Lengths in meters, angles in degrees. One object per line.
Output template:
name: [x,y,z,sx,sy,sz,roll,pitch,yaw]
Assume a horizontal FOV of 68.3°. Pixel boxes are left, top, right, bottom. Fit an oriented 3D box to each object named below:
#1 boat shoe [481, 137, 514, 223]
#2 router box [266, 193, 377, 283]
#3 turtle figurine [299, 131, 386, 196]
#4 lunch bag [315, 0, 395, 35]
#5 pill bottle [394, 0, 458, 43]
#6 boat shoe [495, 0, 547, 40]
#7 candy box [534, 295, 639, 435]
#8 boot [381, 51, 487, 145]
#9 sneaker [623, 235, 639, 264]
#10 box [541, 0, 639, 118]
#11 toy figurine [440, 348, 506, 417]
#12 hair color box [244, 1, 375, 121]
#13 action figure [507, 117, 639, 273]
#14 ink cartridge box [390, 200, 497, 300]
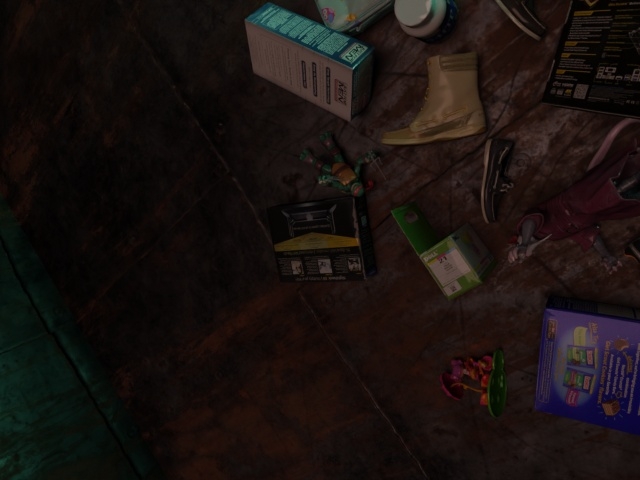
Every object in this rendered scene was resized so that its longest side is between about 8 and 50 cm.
boat shoe: [0.429,-0.141,1.135,0.064,0.075,0.206,5,100,32]
router box: [0.000,0.000,1.414,0.308,0.081,0.243,-4,100,31]
turtle figurine: [0.058,-0.191,1.300,0.234,0.175,0.118,45,157,26]
lunch bag: [0.108,-0.655,1.172,0.279,0.108,0.224,-22,97,34]
pill bottle: [0.241,-0.521,1.082,0.112,0.186,0.112,8,106,29]
boat shoe: [0.423,-0.538,1.034,0.228,0.081,0.068,53,125,11]
candy box: [0.674,0.286,1.073,0.317,0.122,0.268,8,105,29]
boot: [0.266,-0.342,1.165,0.261,0.095,0.204,-4,101,29]
sneaker: [0.743,0.078,1.011,0.083,0.084,0.215,-38,77,41]
box: [0.599,-0.362,0.882,0.322,0.079,0.257,40,124,57]
toy figurine: [0.401,0.371,1.270,0.159,0.130,0.173,-2,79,40]
hair color box: [-0.030,-0.477,1.255,0.347,0.105,0.174,33,154,20]
action figure: [0.542,-0.076,1.020,0.370,0.248,0.276,140,137,-56]
ink cartridge box: [0.308,-0.005,1.170,0.097,0.188,0.255,-37,83,32]
